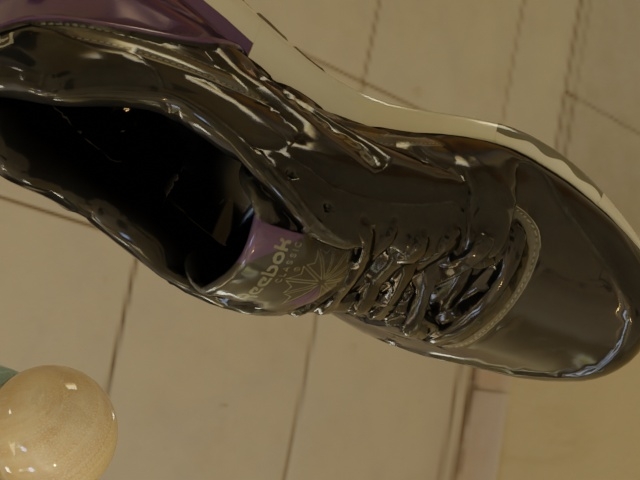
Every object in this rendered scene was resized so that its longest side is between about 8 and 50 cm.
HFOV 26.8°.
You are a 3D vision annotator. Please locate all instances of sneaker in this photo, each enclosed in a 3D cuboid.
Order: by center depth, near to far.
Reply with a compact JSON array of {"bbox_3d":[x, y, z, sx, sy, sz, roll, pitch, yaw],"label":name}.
[{"bbox_3d":[0.000,0.000,0.489,0.283,0.107,0.124,26,28,-12],"label":"sneaker"}]

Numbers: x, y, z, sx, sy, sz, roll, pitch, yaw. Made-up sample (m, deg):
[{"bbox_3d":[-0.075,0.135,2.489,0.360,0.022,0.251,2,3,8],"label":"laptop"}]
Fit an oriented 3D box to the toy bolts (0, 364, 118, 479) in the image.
[{"bbox_3d":[-0.137,0.166,0.623,0.218,0.158,0.228,10,69,-54],"label":"toy bolts"}]
